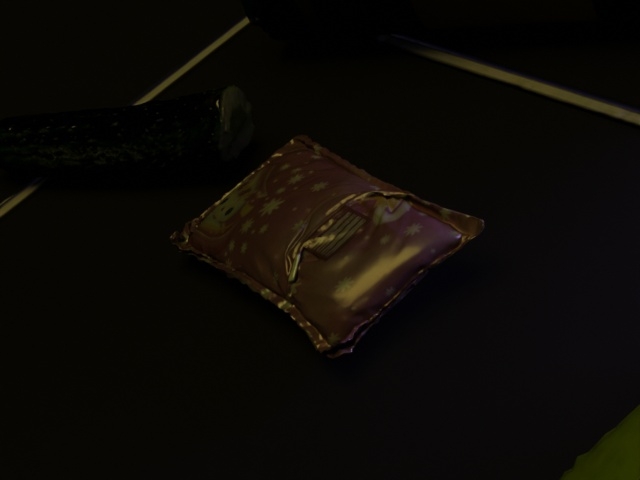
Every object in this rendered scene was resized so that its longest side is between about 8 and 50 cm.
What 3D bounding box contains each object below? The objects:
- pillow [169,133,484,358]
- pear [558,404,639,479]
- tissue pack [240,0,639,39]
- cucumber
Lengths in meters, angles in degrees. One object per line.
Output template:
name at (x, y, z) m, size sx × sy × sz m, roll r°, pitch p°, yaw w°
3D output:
pillow at (0.000, 0.000, 0.802) m, size 0.118 × 0.043 × 0.185 m, roll -42°, pitch 39°, yaw -13°
pear at (0.142, 0.178, 0.370) m, size 0.292 × 0.292 × 0.159 m, roll -12°, pitch 38°, yaw 14°
tissue pack at (0.138, -0.296, 0.909) m, size 0.416 × 0.253 × 0.264 m, roll 0°, pitch 44°, yaw 29°
cucumber at (-0.146, -0.069, 0.941) m, size 0.214 × 0.058 × 0.052 m, roll -4°, pitch 48°, yaw 26°
